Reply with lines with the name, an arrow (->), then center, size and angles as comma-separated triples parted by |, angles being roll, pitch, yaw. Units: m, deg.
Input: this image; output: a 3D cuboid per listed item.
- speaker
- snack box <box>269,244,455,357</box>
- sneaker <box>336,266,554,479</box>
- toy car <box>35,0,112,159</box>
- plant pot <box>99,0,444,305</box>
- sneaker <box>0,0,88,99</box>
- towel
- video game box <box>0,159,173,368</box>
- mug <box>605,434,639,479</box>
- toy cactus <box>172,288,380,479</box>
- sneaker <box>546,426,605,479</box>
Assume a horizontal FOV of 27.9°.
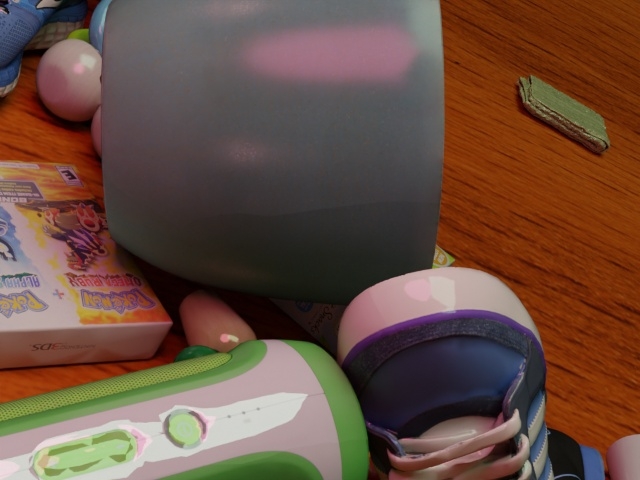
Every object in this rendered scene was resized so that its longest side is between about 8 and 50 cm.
speaker -> -0.125, 0.139, 0.718 | 0.296, 0.131, 0.131 | -11, 49, -29
snack box -> 0.000, 0.000, 1.183 | 0.207, 0.070, 0.174 | 41, 30, 10
sneaker -> 0.104, 0.186, 0.801 | 0.130, 0.323, 0.236 | -15, 56, 3
toy car -> -0.157, -0.154, 1.188 | 0.182, 0.136, 0.159 | 42, 30, 16
plant pot -> -0.045, -0.091, 0.984 | 0.235, 0.293, 0.293 | 1, 35, -5
sneaker -> -0.290, -0.235, 1.160 | 0.129, 0.147, 0.330 | 25, 28, -2
towel -> 0.351, -0.184, 1.863 | 0.148, 0.027, 0.110 | 27, 28, -9
video game box -> -0.237, 0.012, 0.950 | 0.205, 0.048, 0.187 | 0, 45, -45
mug -> 0.297, 0.221, 1.159 | 0.078, 0.062, 0.064 | 21, 38, -9
toy cactus -> -0.056, 0.113, 0.926 | 0.219, 0.112, 0.180 | 13, 31, -41
sneaker -> 0.186, 0.229, 1.019 | 0.090, 0.081, 0.232 | 24, 23, -12
